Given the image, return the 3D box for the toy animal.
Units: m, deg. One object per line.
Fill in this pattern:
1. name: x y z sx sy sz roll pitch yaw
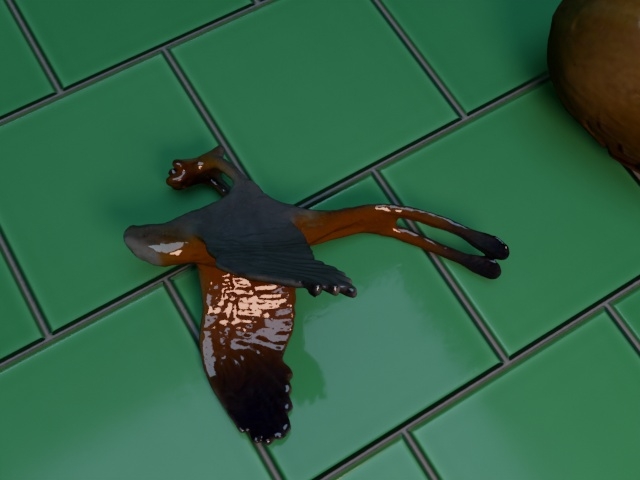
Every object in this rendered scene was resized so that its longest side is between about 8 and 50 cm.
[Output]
1. toy animal: -0.018 -0.013 0.768 0.284 0.225 0.302 -30 60 -34

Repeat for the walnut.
1. walnut: 0.367 -0.157 0.805 0.298 0.203 0.203 39 71 14
